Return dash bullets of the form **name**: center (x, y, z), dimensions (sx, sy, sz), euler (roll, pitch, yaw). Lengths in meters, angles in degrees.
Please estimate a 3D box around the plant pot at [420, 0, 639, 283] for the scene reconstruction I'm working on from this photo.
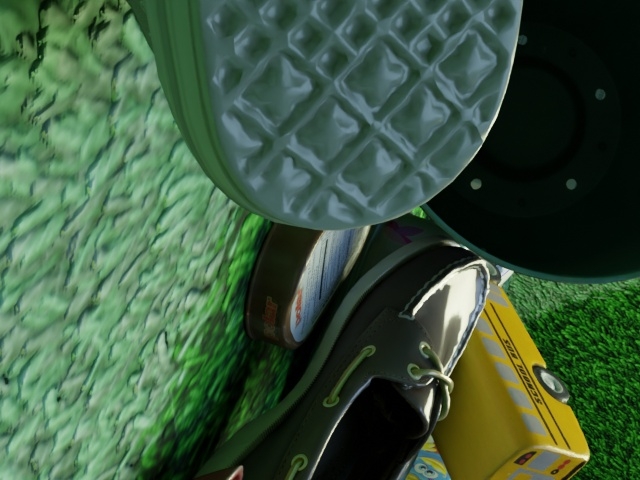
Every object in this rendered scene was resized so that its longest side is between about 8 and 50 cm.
- **plant pot**: center (0.180, -0.114, 0.848), dimensions (0.235, 0.293, 0.293), euler (71, 38, -89)

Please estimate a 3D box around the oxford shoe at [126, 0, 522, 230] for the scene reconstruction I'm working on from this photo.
- **oxford shoe**: center (-0.004, -0.222, 0.309), dimensions (0.130, 0.169, 0.449), euler (-128, -145, -56)

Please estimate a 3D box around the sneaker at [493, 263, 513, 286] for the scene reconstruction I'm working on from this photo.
- **sneaker**: center (0.214, -0.117, 1.291), dimensions (0.323, 0.130, 0.236), euler (-65, 159, -18)

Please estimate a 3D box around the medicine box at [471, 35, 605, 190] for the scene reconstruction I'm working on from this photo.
- **medicine box**: center (0.267, -0.142, 1.094), dimensions (0.149, 0.289, 0.264), euler (46, 64, -75)

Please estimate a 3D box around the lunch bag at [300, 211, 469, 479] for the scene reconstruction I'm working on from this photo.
- **lunch bag**: center (0.055, 0.105, 0.982), dimensions (0.224, 0.107, 0.279), euler (44, 66, -73)

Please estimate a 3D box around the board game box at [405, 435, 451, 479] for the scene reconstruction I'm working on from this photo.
- **board game box**: center (0.054, 0.306, 1.163), dimensions (0.275, 0.144, 0.142), euler (-43, 147, -64)

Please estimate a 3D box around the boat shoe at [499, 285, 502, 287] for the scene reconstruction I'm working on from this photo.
- **boat shoe**: center (0.221, 0.020, 1.535), dimensions (0.302, 0.113, 0.103), euler (-4, 113, -64)

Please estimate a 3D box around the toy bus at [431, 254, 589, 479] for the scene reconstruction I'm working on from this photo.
- **toy bus**: center (0.159, 0.128, 1.146), dimensions (0.108, 0.130, 0.333), euler (-50, -141, 25)

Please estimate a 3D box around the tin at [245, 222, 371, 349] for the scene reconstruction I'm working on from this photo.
- **tin**: center (0.000, 0.000, 0.783), dimensions (0.190, 0.040, 0.106), euler (-56, 155, -47)

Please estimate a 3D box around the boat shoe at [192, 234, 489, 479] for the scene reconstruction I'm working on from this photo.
- **boat shoe**: center (0.037, 0.120, 0.776), dimensions (0.324, 0.096, 0.117), euler (-45, 127, -30)

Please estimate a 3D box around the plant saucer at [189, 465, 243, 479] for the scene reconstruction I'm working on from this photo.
- **plant saucer**: center (-0.136, 0.274, 0.589), dimensions (0.258, 0.047, 0.259), euler (-33, 141, -69)
